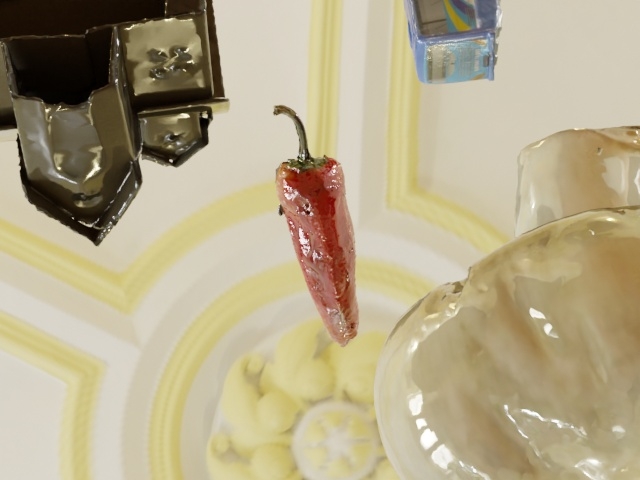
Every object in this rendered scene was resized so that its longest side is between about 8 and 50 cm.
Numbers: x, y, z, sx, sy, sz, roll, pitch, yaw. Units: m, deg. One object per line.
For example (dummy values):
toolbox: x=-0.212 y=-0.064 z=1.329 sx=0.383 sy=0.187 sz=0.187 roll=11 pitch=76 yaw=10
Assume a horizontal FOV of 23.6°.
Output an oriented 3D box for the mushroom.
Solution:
mushroom: x=0.088 y=0.029 z=0.451 sx=0.154 sy=0.154 sz=0.122 roll=-13 pitch=-104 yaw=-7

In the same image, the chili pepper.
chili pepper: x=0.000 y=0.000 z=1.274 sx=0.059 sy=0.050 sz=0.268 roll=-13 pitch=-53 yaw=-2

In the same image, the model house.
model house: x=-0.170 y=-0.092 z=1.096 sx=0.211 sy=0.243 sz=0.204 roll=-7 pitch=-125 yaw=-3

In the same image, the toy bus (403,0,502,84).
toy bus: x=0.070 y=-0.160 z=0.869 sx=0.061 sy=0.051 sz=0.153 roll=-7 pitch=-122 yaw=-2
